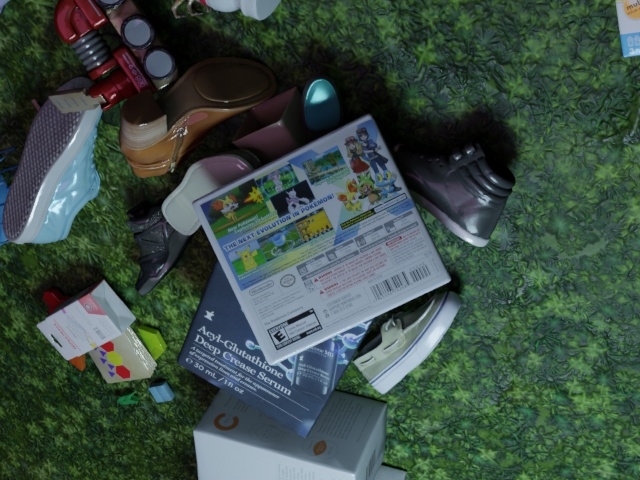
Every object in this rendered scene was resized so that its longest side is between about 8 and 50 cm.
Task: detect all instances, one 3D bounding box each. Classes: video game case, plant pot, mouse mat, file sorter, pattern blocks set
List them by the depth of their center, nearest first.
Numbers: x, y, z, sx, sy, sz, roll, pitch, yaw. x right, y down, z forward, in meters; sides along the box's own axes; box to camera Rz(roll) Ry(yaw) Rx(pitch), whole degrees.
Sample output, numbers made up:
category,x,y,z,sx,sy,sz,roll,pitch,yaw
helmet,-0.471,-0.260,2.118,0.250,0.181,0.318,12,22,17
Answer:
category,x,y,z,sx,sy,sz,roll,pitch,yaw
video game case,0.000,0.000,1.499,0.329,0.036,0.300,-26,89,7
plant pot,-0.070,-0.182,1.602,0.109,0.109,0.096,-20,121,32
mouse mat,-0.342,-0.282,1.716,0.152,0.007,0.190,18,127,12
file sorter,-0.648,-0.093,1.908,0.104,0.118,0.170,-14,114,26
pattern blocks set,-0.469,0.240,2.099,0.285,0.026,0.325,-4,119,26

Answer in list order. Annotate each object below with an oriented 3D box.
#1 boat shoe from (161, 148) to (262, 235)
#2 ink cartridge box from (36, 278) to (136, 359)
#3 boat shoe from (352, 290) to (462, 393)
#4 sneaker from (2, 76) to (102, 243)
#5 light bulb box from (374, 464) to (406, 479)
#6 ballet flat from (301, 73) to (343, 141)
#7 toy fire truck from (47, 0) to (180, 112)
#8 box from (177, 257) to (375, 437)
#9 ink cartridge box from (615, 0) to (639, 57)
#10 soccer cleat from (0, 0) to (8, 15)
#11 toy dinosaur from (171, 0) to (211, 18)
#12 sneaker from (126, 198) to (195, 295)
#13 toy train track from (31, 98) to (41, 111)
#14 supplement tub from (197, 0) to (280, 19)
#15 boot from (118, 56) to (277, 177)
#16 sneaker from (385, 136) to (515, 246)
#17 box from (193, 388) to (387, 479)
category,x,y,z,sx,sy,sz,roll,pitch,yaw
boat shoe,-0.186,-0.100,1.659,0.109,0.091,0.305,50,144,-8
ink cartridge box,-0.514,0.177,2.018,0.198,0.067,0.115,-26,107,33
boat shoe,0.155,0.185,1.736,0.094,0.109,0.302,37,131,1
sneaker,-0.493,-0.152,1.814,0.135,0.150,0.366,48,115,31
light bulb box,-0.033,0.645,1.956,0.358,0.361,0.225,12,126,17
ballet flat,0.010,-0.195,1.574,0.074,0.074,0.203,2,124,23
toy fire truck,-0.392,-0.321,1.598,0.246,0.158,0.217,-32,107,5
box,-0.050,0.118,1.716,0.293,0.212,0.395,29,127,5
ink cartridge box,0.461,-0.354,1.275,0.104,0.061,0.181,-5,118,26
soccer cleat,-0.598,-0.457,1.646,0.318,0.116,0.108,-23,109,33
toy dinosaur,-0.229,-0.424,1.556,0.183,0.053,0.093,-5,103,18
sneaker,-0.339,0.005,1.854,0.130,0.087,0.227,35,125,2
toy train track,-0.540,-0.244,1.826,0.048,0.014,0.083,-25,103,42
supplement tub,-0.182,-0.466,1.407,0.272,0.191,0.191,25,128,8
boot,-0.217,-0.204,1.634,0.109,0.283,0.220,59,163,16
sneaker,0.191,-0.132,1.527,0.296,0.104,0.147,36,114,7
box,-0.058,0.422,1.914,0.345,0.215,0.168,12,125,17
